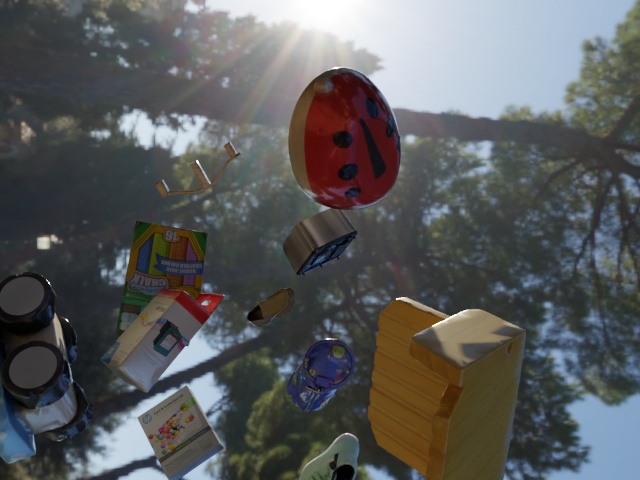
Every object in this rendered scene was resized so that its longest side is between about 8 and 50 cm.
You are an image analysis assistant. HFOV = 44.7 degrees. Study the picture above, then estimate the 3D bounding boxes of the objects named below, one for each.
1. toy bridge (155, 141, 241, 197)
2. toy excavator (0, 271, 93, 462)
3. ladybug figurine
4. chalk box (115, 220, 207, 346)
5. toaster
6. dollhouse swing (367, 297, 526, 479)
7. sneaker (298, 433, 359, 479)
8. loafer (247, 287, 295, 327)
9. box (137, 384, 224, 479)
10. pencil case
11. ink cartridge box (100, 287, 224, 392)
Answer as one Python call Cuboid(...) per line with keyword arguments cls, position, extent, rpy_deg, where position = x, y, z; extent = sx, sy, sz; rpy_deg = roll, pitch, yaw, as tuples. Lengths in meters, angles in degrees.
Cuboid(cls="toy bridge", position=(-0.250, -0.138, 1.639), extent=(0.063, 0.188, 0.026), rpy_deg=(61, 4, -11))
Cuboid(cls="toy excavator", position=(-0.640, 0.320, 1.352), extent=(0.222, 0.445, 0.433), rpy_deg=(92, -21, -57))
Cuboid(cls="ladybug figurine", position=(0.077, -0.227, 1.892), extent=(0.162, 0.305, 0.449), rpy_deg=(35, -12, 33))
Cuboid(cls="chalk box", position=(-0.373, 0.129, 1.827), extent=(0.180, 0.179, 0.289), rpy_deg=(116, -21, -51))
Cuboid(cls="toaster", position=(0.000, 0.000, 2.210), extent=(0.110, 0.168, 0.185), rpy_deg=(56, -32, 13))
Cuboid(cls="dollhouse swing", position=(0.140, 0.287, 1.274), extent=(0.305, 0.315, 0.347), rpy_deg=(16, -72, 35))
Cuboid(cls="sneaker", position=(0.012, 0.658, 2.124), extent=(0.256, 0.094, 0.151), rpy_deg=(-54, -172, 18))
Cuboid(cls="loafer", position=(-0.119, 0.163, 1.853), extent=(0.148, 0.050, 0.056), rpy_deg=(-42, -119, 27))
Cuboid(cls="box", position=(-0.339, 0.463, 1.876), extent=(0.186, 0.145, 0.038), rpy_deg=(52, -9, 35))
Cuboid(cls="pencil case", position=(-0.005, 0.336, 1.897), extent=(0.133, 0.119, 0.306), rpy_deg=(-64, 180, -25))
Cuboid(cls="ink cartridge box", position=(-0.300, 0.168, 1.484), extent=(0.231, 0.078, 0.134), rpy_deg=(-52, -158, -21))
